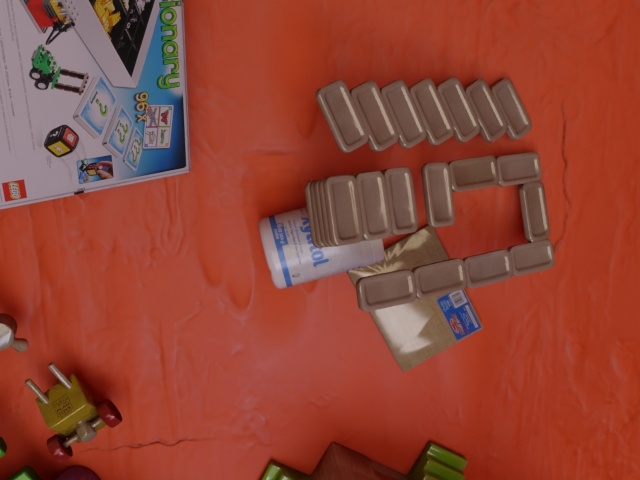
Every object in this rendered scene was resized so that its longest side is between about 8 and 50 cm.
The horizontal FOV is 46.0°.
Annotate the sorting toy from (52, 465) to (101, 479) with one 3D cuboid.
[{"bbox_3d":[-0.132,0.362,0.758,0.366,0.126,0.127,36,97,-14],"label":"sorting toy"}]

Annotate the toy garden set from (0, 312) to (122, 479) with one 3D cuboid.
[{"bbox_3d":[-0.328,0.151,0.695,0.204,0.049,0.244,-35,109,-6],"label":"toy garden set"}]

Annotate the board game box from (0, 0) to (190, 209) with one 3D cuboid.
[{"bbox_3d":[-0.202,-0.179,0.572,0.193,0.053,0.305,-14,125,-28],"label":"board game box"}]

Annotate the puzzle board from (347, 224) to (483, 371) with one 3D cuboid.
[{"bbox_3d":[0.097,0.060,0.768,0.096,0.011,0.128,-29,106,0],"label":"puzzle board"}]

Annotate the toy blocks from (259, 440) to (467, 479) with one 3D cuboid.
[{"bbox_3d":[0.128,0.349,0.714,0.382,0.261,0.190,27,99,-13],"label":"toy blocks"}]

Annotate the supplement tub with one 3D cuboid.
[{"bbox_3d":[0.000,0.000,0.710,0.107,0.071,0.071,-16,105,-2],"label":"supplement tub"}]

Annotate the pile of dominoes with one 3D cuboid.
[{"bbox_3d":[0.104,-0.050,0.694,0.251,0.040,0.195,-9,93,-31],"label":"pile of dominoes"}]
